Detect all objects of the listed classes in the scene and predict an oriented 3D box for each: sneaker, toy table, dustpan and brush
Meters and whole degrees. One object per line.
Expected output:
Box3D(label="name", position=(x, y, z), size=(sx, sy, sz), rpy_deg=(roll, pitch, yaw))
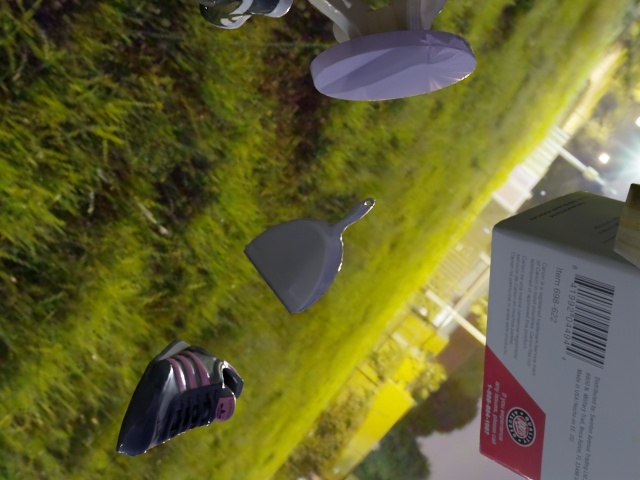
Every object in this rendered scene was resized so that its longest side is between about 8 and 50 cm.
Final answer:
Box3D(label="sneaker", position=(-0.188, 0.225, 1.151), size=(0.319, 0.131, 0.112), rpy_deg=(-61, 172, -77))
Box3D(label="toy table", position=(0.100, -0.322, 1.224), size=(0.274, 0.160, 0.252), rpy_deg=(-2, 163, -41))
Box3D(label="sneaker", position=(-0.130, -0.311, 0.972), size=(0.217, 0.121, 0.079), rpy_deg=(15, -83, 58))
Box3D(label="dustpan and brush", position=(0.000, 0.000, 1.289), size=(0.211, 0.147, 0.060), rpy_deg=(-42, 161, 11))

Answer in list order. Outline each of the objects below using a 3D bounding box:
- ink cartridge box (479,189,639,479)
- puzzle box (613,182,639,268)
Box3D(label="ink cartridge box", position=(0.353, 0.141, 0.751), size=(0.160, 0.385, 0.279), rpy_deg=(-18, 118, -38))
Box3D(label="puzzle box", position=(0.307, 0.037, 0.343), size=(0.409, 0.272, 0.052), rpy_deg=(-44, 146, -79))
